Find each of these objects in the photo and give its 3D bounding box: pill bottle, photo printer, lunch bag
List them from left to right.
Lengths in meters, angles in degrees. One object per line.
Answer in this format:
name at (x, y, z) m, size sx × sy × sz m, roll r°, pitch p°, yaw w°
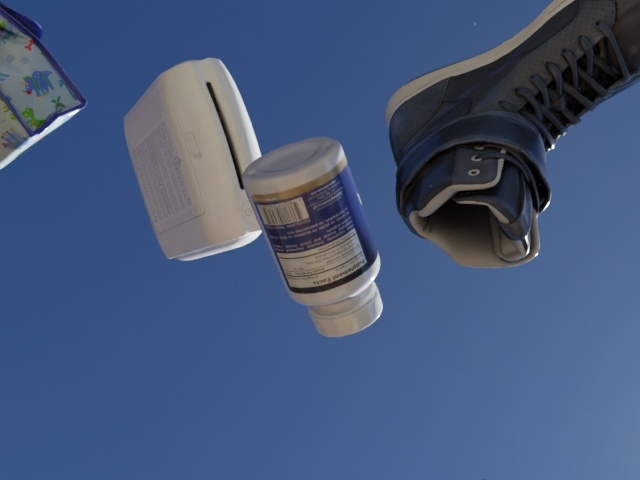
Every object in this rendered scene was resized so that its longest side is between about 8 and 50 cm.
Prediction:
lunch bag at (-0.325, -0.157, 0.747) m, size 0.129 × 0.096 × 0.151 m, roll -24°, pitch -71°, yaw 40°
photo printer at (-0.175, -0.106, 1.079) m, size 0.107 × 0.307 × 0.256 m, roll -18°, pitch -88°, yaw -26°
pill bottle at (0.000, 0.000, 0.696) m, size 0.094 × 0.094 × 0.169 m, roll -14°, pitch -65°, yaw 15°

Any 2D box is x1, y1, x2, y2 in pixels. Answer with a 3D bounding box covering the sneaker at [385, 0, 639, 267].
sneaker at (0.145, -0.073, 0.472) m, size 0.226 × 0.163 × 0.086 m, roll -27°, pitch -57°, yaw 25°
